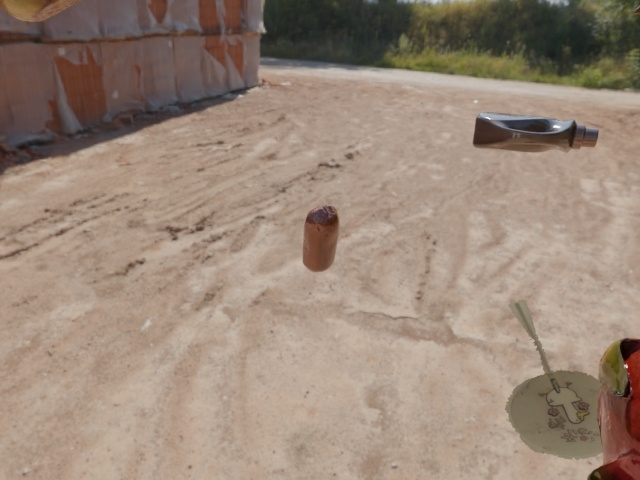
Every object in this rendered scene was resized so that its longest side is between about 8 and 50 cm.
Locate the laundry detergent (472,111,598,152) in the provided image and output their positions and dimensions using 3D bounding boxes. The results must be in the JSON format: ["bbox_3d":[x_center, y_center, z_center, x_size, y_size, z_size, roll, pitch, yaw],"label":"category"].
[{"bbox_3d":[0.434,-0.213,1.010,0.237,0.076,0.171,10,20,19],"label":"laundry detergent"}]

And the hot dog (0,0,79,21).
[{"bbox_3d":[-0.419,-0.570,0.869,0.405,0.223,0.185,-37,26,-16],"label":"hot dog"}]

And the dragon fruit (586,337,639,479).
[{"bbox_3d":[0.454,0.260,0.550,0.306,0.305,0.226,15,39,30],"label":"dragon fruit"}]

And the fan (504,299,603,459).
[{"bbox_3d":[0.482,0.293,1.025,0.233,0.414,0.012,-19,17,24],"label":"fan"}]

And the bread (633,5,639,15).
[{"bbox_3d":[0.399,-0.273,0.484,0.074,0.139,0.084,-18,55,-22],"label":"bread"}]

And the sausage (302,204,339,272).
[{"bbox_3d":[0.000,0.000,1.037,0.077,0.194,0.077,2,51,-3],"label":"sausage"}]
